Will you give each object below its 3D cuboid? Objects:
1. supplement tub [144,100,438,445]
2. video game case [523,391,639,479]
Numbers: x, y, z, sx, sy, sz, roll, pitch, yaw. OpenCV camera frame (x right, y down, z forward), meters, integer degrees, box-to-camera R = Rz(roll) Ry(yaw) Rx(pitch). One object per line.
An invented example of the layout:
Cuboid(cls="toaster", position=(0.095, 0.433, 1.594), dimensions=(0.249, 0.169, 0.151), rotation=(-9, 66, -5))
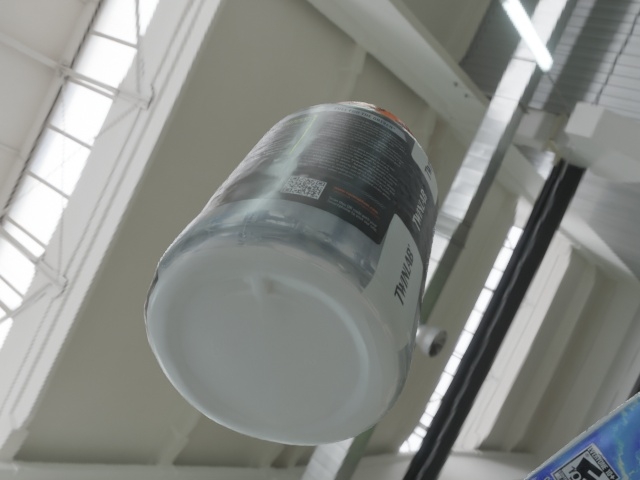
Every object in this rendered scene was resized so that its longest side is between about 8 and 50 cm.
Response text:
Cuboid(cls="supplement tub", position=(0.000, 0.000, 0.592), dimensions=(0.338, 0.207, 0.207), rotation=(-64, -24, -56))
Cuboid(cls="video game case", position=(0.289, 0.173, 0.328), dimensions=(0.244, 0.269, 0.061), rotation=(-44, -32, 15))
